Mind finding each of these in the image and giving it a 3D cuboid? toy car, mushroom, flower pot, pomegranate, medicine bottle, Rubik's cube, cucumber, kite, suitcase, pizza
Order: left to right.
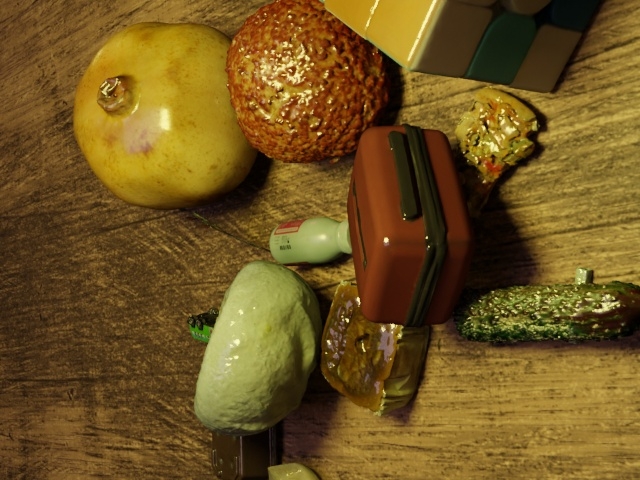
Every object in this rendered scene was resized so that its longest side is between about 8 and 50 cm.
[{"bbox_3d":[-0.313,-0.260,2.099,0.416,0.416,0.417,1,91,48],"label":"pomegranate"},{"bbox_3d":[-0.217,-0.025,2.159,0.360,0.204,0.022,20,86,53],"label":"kite"},{"bbox_3d":[-0.222,0.195,2.242,0.165,0.071,0.062,11,113,48],"label":"toy car"},{"bbox_3d":[-0.173,0.410,2.165,0.179,0.084,0.251,-2,88,53],"label":"flower pot"},{"bbox_3d":[-0.027,0.527,2.006,0.108,0.096,0.247,-45,58,9],"label":"mushroom"},{"bbox_3d":[0.000,0.000,1.971,0.216,0.090,0.090,-6,86,47],"label":"medicine bottle"},{"bbox_3d":[0.140,-0.027,1.666,0.236,0.161,0.297,101,168,-46],"label":"suitcase"},{"bbox_3d":[0.216,-0.459,1.534,0.344,0.346,0.347,46,124,36],"label":"Rubik's cube"},{"bbox_3d":[0.265,-0.151,1.689,0.226,0.069,0.147,-53,56,34],"label":"pizza"},{"bbox_3d":[0.352,0.111,1.543,0.359,0.096,0.096,-6,86,55],"label":"cucumber"}]

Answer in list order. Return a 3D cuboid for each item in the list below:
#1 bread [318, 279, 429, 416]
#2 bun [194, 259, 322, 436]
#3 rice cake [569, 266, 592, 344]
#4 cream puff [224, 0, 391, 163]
[{"bbox_3d":[0.092,0.193,1.855,0.192,0.110,0.210,30,112,43],"label":"bread"},{"bbox_3d":[-0.113,0.219,1.958,0.362,0.211,0.362,-160,90,-87],"label":"bun"},{"bbox_3d":[0.399,0.101,1.574,0.022,0.021,0.121,16,100,52],"label":"rice cake"},{"bbox_3d":[-0.037,-0.306,1.883,0.350,0.228,0.350,-3,84,32],"label":"cream puff"}]
